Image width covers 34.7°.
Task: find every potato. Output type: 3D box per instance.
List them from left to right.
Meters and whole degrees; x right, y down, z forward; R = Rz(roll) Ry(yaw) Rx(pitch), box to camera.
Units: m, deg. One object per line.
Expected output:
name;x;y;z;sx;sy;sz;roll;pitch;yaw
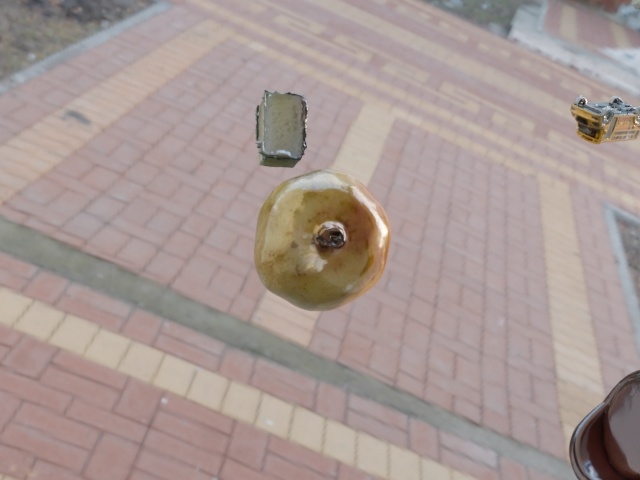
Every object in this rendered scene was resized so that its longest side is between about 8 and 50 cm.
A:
potato;-0.068;-0.180;1.686;0.086;0.122;0.061;4;-17;-12

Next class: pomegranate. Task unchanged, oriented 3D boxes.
pomegranate;0.000;0.000;1.837;0.264;0.264;0.264;21;22;-9

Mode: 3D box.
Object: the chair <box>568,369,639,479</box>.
chair;0.646;0.345;1.750;0.401;0.227;0.226;9;25;-21

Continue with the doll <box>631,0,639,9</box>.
doll;0.480;-0.344;1.338;0.113;0.072;0.135;-16;-7;-6

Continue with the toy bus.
toy bus;0.513;-0.215;1.839;0.162;0.074;0.069;-8;31;-40
